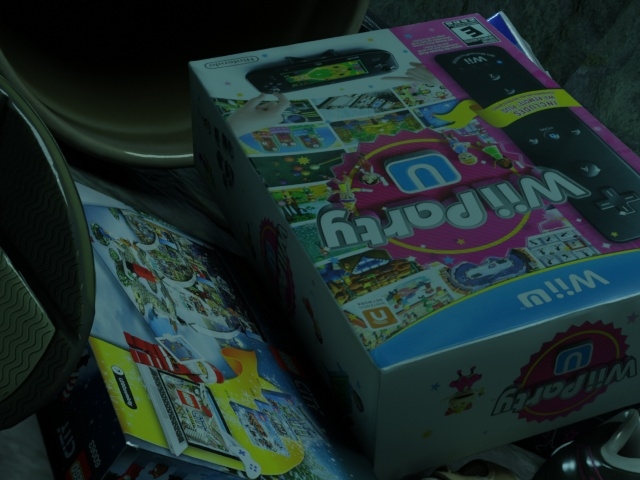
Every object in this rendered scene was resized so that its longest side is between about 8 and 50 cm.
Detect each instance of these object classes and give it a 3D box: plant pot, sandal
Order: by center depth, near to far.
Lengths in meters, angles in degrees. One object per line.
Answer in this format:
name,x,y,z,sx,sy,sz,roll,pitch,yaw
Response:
sandal,-0.190,-0.045,0.479,0.303,0.120,0.086,44,2,25
plant pot,-0.163,-0.242,0.861,0.323,0.323,0.280,25,1,-40

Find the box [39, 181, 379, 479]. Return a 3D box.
box,-0.071,0.060,0.559,0.159,0.044,0.233,27,17,-37

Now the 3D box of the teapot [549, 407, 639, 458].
teapot,0.271,0.178,0.737,0.187,0.256,0.252,-4,50,-8

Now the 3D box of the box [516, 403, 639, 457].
box,0.160,0.053,0.895,0.247,0.163,0.142,28,19,-35

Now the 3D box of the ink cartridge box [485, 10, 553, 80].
ink cartridge box,0.242,-0.068,1.240,0.270,0.151,0.395,30,32,-59

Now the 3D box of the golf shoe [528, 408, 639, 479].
golf shoe,0.180,0.171,0.558,0.105,0.120,0.273,40,0,-24

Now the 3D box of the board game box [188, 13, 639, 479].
board game box,0.071,-0.018,0.681,0.224,0.097,0.303,-14,42,-18

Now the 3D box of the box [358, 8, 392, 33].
box,-0.031,-0.209,1.054,0.184,0.103,0.261,15,26,-50

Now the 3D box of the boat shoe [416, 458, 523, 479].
boat shoe,0.069,0.148,0.585,0.059,0.063,0.170,44,15,1
